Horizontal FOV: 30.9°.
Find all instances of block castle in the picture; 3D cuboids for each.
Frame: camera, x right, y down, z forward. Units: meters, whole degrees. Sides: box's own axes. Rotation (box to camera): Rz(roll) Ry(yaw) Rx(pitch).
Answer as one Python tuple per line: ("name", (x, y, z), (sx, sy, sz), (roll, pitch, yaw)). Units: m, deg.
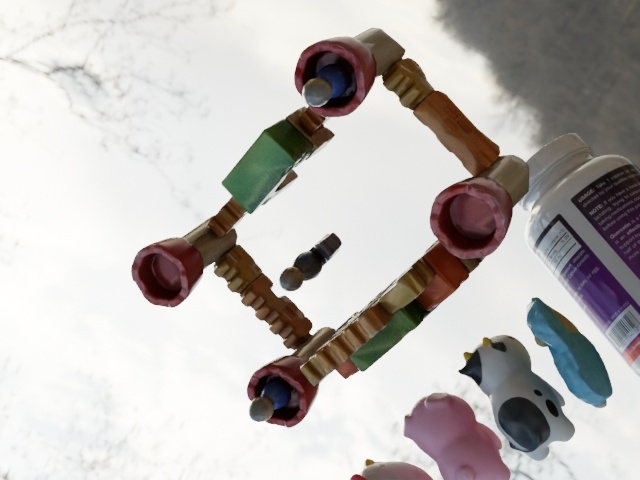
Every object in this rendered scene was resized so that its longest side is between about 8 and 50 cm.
("block castle", (0.000, 0.000, 1.366), (0.303, 0.453, 0.213), (46, -145, 3))

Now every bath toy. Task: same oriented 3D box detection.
("bath toy", (0.166, 0.220, 1.358), (0.129, 0.348, 0.151), (35, -161, -31))

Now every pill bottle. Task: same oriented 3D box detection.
("pill bottle", (0.397, 0.014, 1.529), (0.181, 0.181, 0.323), (0, -132, -56))
